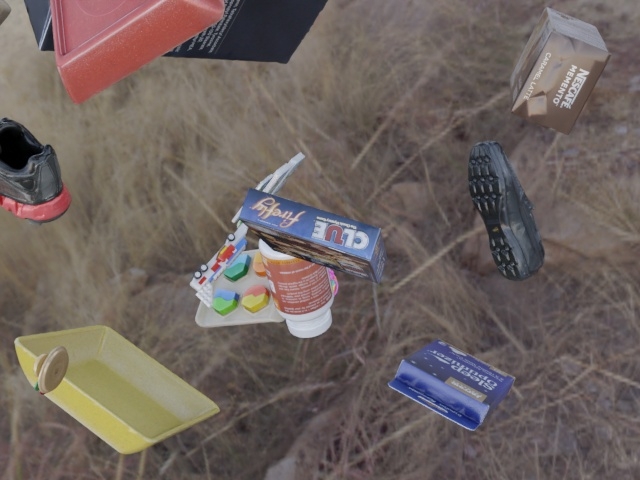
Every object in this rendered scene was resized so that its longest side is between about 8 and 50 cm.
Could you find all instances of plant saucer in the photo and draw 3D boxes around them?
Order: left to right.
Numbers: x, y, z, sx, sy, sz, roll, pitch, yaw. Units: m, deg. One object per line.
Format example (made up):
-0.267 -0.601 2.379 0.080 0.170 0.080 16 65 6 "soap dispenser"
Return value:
-0.402 0.299 1.622 0.333 0.333 0.081 32 97 14 "plant saucer"
-0.235 -0.324 0.956 0.258 0.048 0.259 -20 73 33 "plant saucer"

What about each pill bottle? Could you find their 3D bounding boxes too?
-0.041 0.079 1.608 0.121 0.216 0.121 -9 32 6 "pill bottle"

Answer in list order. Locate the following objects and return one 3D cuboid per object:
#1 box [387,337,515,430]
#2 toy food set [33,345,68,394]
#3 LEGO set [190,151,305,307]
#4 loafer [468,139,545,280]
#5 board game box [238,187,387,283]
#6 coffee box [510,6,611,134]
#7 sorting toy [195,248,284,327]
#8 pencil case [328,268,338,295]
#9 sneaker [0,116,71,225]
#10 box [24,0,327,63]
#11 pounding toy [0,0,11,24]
0.196 0.204 1.201 0.136 0.036 0.225 26 15 20 "box"
-0.441 0.212 1.349 0.020 0.082 0.083 16 27 11 "toy food set"
-0.109 -0.009 1.233 0.060 0.244 0.182 40 26 1 "LEGO set"
0.285 -0.049 1.250 0.078 0.223 0.076 -26 13 -31 "loafer"
0.000 0.000 1.067 0.165 0.243 0.042 17 83 10 "board game box"
0.380 -0.279 1.330 0.098 0.141 0.246 23 27 2 "coffee box"
-0.156 0.093 1.754 0.208 0.038 0.193 -5 51 24 "sorting toy"
-0.039 0.104 1.930 0.104 0.104 0.236 -34 8 -18 "pencil case"
-0.488 -0.127 1.182 0.276 0.135 0.097 21 43 7 "sneaker"
-0.271 -0.579 1.398 0.472 0.297 0.480 -6 61 -34 "box"
-0.240 -0.101 0.375 0.141 0.130 0.100 -45 4 11 "pounding toy"
